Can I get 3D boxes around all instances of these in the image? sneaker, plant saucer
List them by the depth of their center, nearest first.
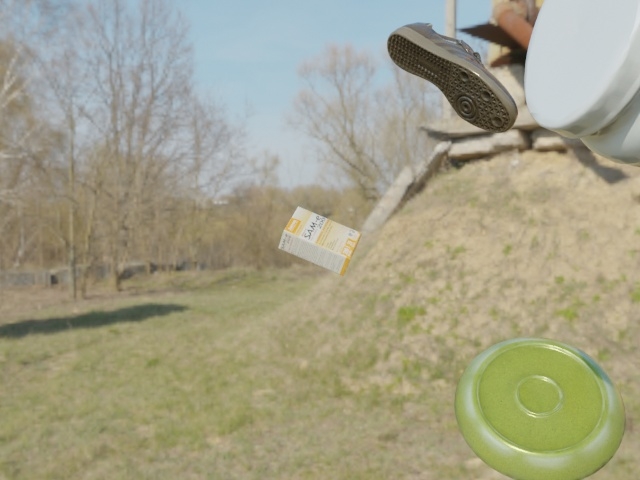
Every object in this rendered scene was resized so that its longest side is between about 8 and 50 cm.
[{"bbox_3d":[0.166,-0.201,0.862,0.071,0.188,0.066,-34,-25,-29],"label":"sneaker"},{"bbox_3d":[0.315,0.232,1.074,0.241,0.241,0.037,-1,-40,11],"label":"plant saucer"}]

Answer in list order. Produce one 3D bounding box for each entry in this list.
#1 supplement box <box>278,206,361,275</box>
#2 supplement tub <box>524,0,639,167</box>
[{"bbox_3d":[0.000,0.000,1.024,0.098,0.036,0.062,23,41,4],"label":"supplement box"},{"bbox_3d":[0.335,-0.143,0.622,0.272,0.191,0.191,12,-2,-13],"label":"supplement tub"}]
